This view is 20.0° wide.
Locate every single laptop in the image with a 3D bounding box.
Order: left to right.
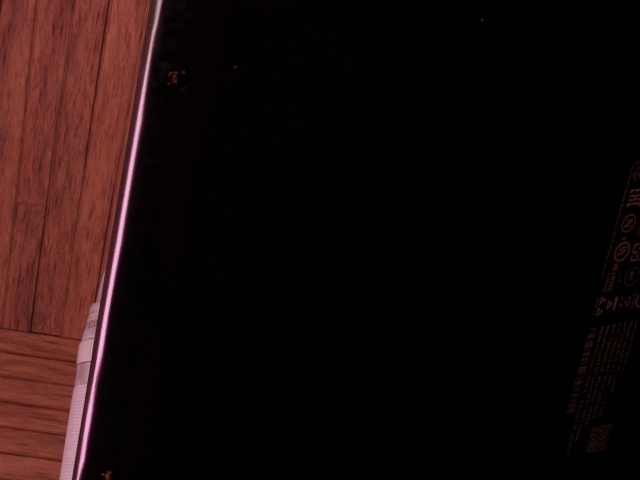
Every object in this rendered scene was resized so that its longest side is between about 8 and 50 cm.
[{"bbox_3d":[0.040,-0.053,0.683,0.236,0.407,0.382,34,121,44],"label":"laptop"}]

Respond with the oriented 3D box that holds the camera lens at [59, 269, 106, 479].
[{"bbox_3d":[-0.109,0.174,1.563,0.219,0.219,0.274,132,146,-77],"label":"camera lens"}]
